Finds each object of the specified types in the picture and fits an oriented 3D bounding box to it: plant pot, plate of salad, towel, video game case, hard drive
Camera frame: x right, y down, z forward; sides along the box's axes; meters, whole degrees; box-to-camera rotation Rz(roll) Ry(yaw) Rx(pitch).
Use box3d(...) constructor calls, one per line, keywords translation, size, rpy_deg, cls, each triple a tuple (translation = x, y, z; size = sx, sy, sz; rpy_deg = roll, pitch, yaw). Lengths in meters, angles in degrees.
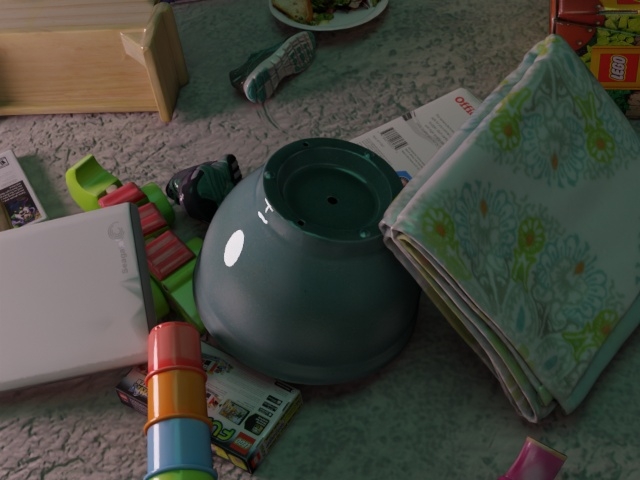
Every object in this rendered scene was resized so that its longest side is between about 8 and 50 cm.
box3d(translation=(0.000, 0.000, 1.347), size=(0.293, 0.196, 0.293), rpy_deg=(8, 46, -8), cls="plant pot")
box3d(translation=(0.013, -0.406, 1.819), size=(0.200, 0.048, 0.200), rpy_deg=(-3, 41, 2), cls="plate of salad")
box3d(translation=(0.273, -0.017, 1.311), size=(0.374, 0.320, 0.090), rpy_deg=(-47, 18, -26), cls="towel")
box3d(translation=(-0.513, -0.040, 1.624), size=(0.190, 0.022, 0.173), rpy_deg=(-26, 51, -14), cls="video game case")
box3d(translation=(-0.366, 0.083, 1.402), size=(0.308, 0.040, 0.203), rpy_deg=(-13, 79, 9), cls="hard drive")

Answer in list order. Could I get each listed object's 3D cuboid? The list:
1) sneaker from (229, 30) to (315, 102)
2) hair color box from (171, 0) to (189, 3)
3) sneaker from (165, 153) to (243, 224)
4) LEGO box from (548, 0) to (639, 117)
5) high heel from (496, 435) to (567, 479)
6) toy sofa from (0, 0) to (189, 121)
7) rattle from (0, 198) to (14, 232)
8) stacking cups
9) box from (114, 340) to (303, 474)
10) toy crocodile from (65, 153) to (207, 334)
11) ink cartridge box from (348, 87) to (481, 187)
box3d(translation=(-0.078, -0.285, 1.738), size=(0.076, 0.065, 0.166), rpy_deg=(25, 53, 37), cls="sneaker")
box3d(translation=(-0.202, -0.577, 1.970), size=(0.174, 0.105, 0.347), rpy_deg=(-7, 50, 3), cls="hair color box")
box3d(translation=(-0.174, -0.060, 1.512), size=(0.098, 0.083, 0.223), rpy_deg=(-13, 9, 12), cls="sneaker")
box3d(translation=(0.536, -0.422, 1.670), size=(0.372, 0.193, 0.500), rpy_deg=(3, 51, 11), cls="LEGO box")
box3d(translation=(0.298, 0.317, 1.181), size=(0.244, 0.082, 0.117), rpy_deg=(28, 87, 14), cls="high heel")
box3d(translation=(-0.398, -0.290, 1.732), size=(0.363, 0.150, 0.177), rpy_deg=(-1, 45, 8), cls="toy sofa")
box3d(translation=(-0.472, -0.015, 1.478), size=(0.143, 0.199, 0.130), rpy_deg=(-10, 49, 0), cls="rattle")
box3d(translation=(-0.165, 0.247, 1.260), size=(0.096, 0.096, 0.316), rpy_deg=(-10, 56, 1), cls="stacking cups")
box3d(translation=(-0.138, 0.192, 1.361), size=(0.207, 0.036, 0.114), rpy_deg=(24, 58, 25), cls="box")
box3d(translation=(-0.230, 0.002, 1.490), size=(0.115, 0.105, 0.340), rpy_deg=(-32, 53, -17), cls="toy crocodile")
box3d(translation=(0.155, -0.106, 1.534), size=(0.203, 0.086, 0.148), rpy_deg=(-26, 51, -14), cls="ink cartridge box")
